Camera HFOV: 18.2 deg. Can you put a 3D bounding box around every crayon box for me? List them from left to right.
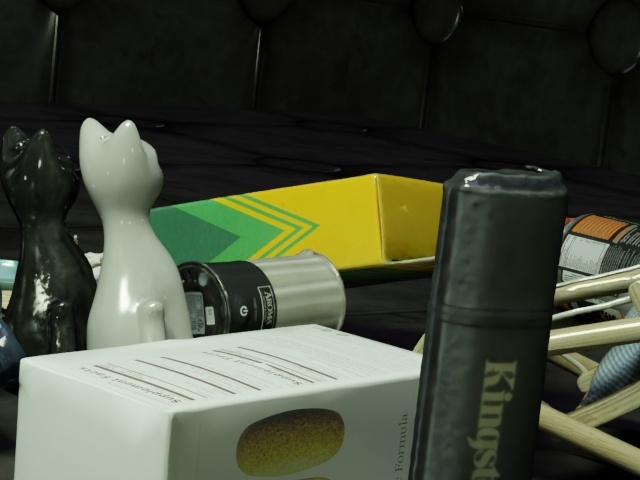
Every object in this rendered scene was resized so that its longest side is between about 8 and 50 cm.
[{"bbox_3d":[0.000,0.000,1.789,0.323,0.083,0.203,-7,-6,27],"label":"crayon box"}]

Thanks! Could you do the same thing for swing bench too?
[{"bbox_3d":[0.201,0.090,1.576,0.254,0.165,0.253,8,9,10],"label":"swing bench"}]

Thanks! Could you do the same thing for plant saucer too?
[{"bbox_3d":[-0.318,0.039,1.986,0.119,0.021,0.119,7,9,-1],"label":"plant saucer"}]

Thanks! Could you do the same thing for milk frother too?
[{"bbox_3d":[-0.078,0.067,1.643,0.134,0.129,0.143,-4,18,-45],"label":"milk frother"}]

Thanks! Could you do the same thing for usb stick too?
[{"bbox_3d":[0.086,0.096,1.084,0.077,0.278,0.045,1,11,-31],"label":"usb stick"}]

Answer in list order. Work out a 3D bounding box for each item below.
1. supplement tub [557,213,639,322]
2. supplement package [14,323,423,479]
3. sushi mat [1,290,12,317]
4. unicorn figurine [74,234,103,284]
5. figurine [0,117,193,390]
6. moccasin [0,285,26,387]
[{"bbox_3d":[0.327,0.036,2.156,0.117,0.117,0.190,-1,12,-40],"label":"supplement tub"},{"bbox_3d":[-0.048,0.137,1.185,0.134,0.139,0.244,13,13,43],"label":"supplement package"},{"bbox_3d":[-0.168,0.066,1.936,0.316,0.019,0.151,0,10,-36],"label":"sushi mat"},{"bbox_3d":[-0.218,0.034,1.890,0.111,0.060,0.162,-1,-6,-35],"label":"unicorn figurine"},{"bbox_3d":[-0.179,0.009,1.539,0.092,0.209,0.215,-11,5,-36],"label":"figurine"},{"bbox_3d":[-0.293,0.062,1.521,0.117,0.138,0.342,-22,29,-12],"label":"moccasin"}]
